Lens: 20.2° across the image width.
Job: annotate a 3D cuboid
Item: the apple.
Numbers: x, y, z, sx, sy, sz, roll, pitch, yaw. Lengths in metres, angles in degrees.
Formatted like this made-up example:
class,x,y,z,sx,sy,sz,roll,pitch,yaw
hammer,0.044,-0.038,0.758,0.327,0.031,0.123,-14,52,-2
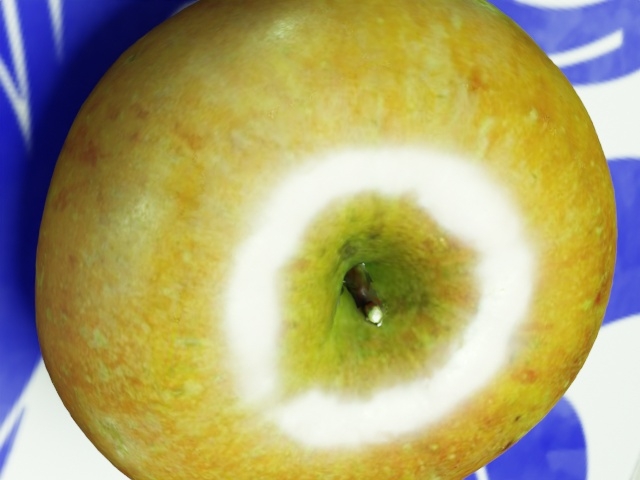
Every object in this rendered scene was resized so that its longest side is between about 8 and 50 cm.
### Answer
class,x,y,z,sx,sy,sz,roll,pitch,yaw
apple,0.000,0.000,0.724,0.237,0.207,0.237,-4,104,-16
